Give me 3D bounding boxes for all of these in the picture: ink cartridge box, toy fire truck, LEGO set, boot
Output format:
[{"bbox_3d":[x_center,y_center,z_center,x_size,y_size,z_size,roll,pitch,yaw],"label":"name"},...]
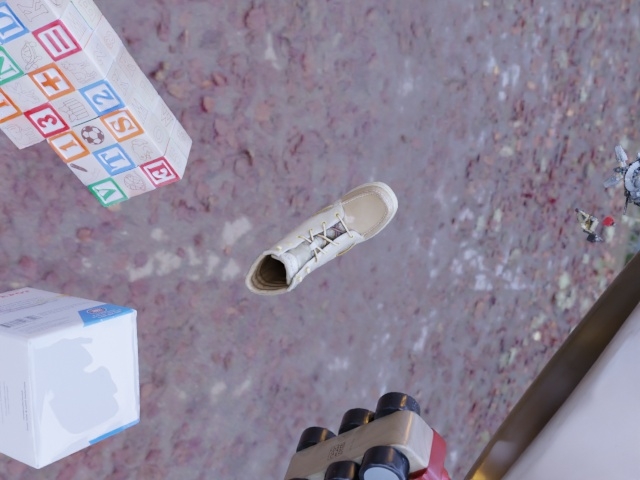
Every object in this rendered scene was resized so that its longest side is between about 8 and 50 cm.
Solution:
[{"bbox_3d":[-0.391,0.173,0.990,0.171,0.232,0.168,-15,108,-55],"label":"ink cartridge box"},{"bbox_3d":[0.102,0.332,0.964,0.246,0.217,0.158,47,33,-16],"label":"toy fire truck"},{"bbox_3d":[0.207,-0.032,0.483,0.054,0.023,0.083,30,90,-34],"label":"LEGO set"},{"bbox_3d":[0.000,0.000,1.282,0.095,0.262,0.203,59,37,-5],"label":"boot"}]

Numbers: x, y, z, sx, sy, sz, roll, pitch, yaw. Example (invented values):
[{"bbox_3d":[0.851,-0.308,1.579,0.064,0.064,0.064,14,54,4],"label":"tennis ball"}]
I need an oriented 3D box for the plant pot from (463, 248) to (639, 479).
[{"bbox_3d":[0.278,0.168,0.482,0.323,0.280,0.323,-46,162,-20],"label":"plant pot"}]

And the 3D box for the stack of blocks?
[{"bbox_3d":[-0.319,-0.183,0.929,0.087,0.171,0.297,-86,152,-45],"label":"stack of blocks"}]
